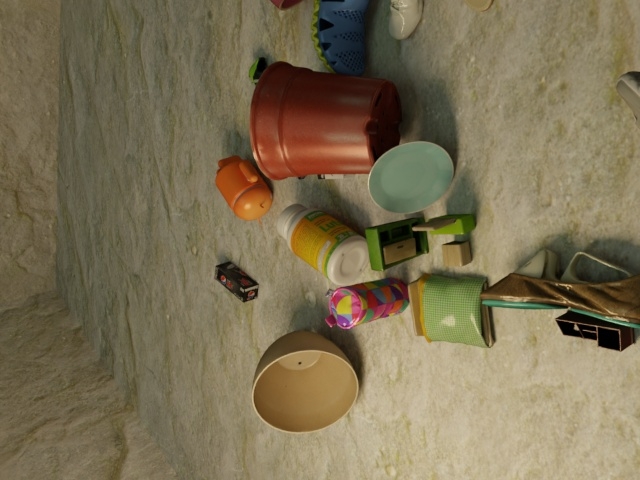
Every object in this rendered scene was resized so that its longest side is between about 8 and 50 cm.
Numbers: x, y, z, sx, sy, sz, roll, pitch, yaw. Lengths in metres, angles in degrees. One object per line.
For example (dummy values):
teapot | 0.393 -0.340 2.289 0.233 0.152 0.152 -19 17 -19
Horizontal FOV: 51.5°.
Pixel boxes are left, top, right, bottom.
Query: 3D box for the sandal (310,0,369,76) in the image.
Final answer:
sandal | 0.054 -0.522 1.482 0.138 0.126 0.317 0 104 46

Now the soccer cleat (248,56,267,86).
soccer cleat | -0.142 -0.418 1.800 0.072 0.060 0.179 -49 62 45

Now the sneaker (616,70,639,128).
sneaker | 0.541 -0.139 1.033 0.281 0.105 0.115 61 139 15

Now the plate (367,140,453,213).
plate | 0.190 -0.137 1.416 0.024 0.188 0.188 -105 27 -49

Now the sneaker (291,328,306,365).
sneaker | -0.089 0.370 1.985 0.085 0.086 0.237 34 128 37

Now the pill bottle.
pill bottle | 0.000 0.000 1.708 0.246 0.136 0.136 35 127 38

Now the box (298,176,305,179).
box | -0.054 -0.217 1.793 0.067 0.018 0.083 -42 70 49

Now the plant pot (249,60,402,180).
plant pot | 0.025 -0.257 1.474 0.265 0.272 0.272 8 110 26

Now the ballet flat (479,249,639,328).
ballet flat | 0.455 0.081 1.224 0.342 0.116 0.124 4 85 49

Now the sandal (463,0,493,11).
sandal | 0.260 -0.552 1.251 0.088 0.079 0.240 -3 100 51

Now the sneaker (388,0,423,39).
sneaker | 0.168 -0.517 1.363 0.080 0.094 0.212 43 132 31

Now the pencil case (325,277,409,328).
pencil case | 0.113 0.143 1.541 0.104 0.236 0.104 3 94 38

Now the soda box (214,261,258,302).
soda box | -0.272 0.133 2.143 0.169 0.060 0.053 34 128 38

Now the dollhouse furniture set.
dollhouse furniture set | 0.238 0.104 1.444 0.198 0.151 0.301 0 103 50

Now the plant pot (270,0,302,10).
plant pot | -0.097 -0.659 1.571 0.180 0.201 0.201 55 140 -1

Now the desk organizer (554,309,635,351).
desk organizer | 0.504 0.167 1.226 0.130 0.050 0.047 5 106 50

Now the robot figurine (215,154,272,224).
robot figurine | -0.223 -0.147 1.937 0.158 0.128 0.219 -44 65 18

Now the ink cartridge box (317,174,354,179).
ink cartridge box | 0.026 -0.259 1.662 0.097 0.046 0.207 3 104 49

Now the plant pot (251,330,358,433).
plant pot | -0.052 0.358 1.826 0.191 0.284 0.284 -106 22 -60
